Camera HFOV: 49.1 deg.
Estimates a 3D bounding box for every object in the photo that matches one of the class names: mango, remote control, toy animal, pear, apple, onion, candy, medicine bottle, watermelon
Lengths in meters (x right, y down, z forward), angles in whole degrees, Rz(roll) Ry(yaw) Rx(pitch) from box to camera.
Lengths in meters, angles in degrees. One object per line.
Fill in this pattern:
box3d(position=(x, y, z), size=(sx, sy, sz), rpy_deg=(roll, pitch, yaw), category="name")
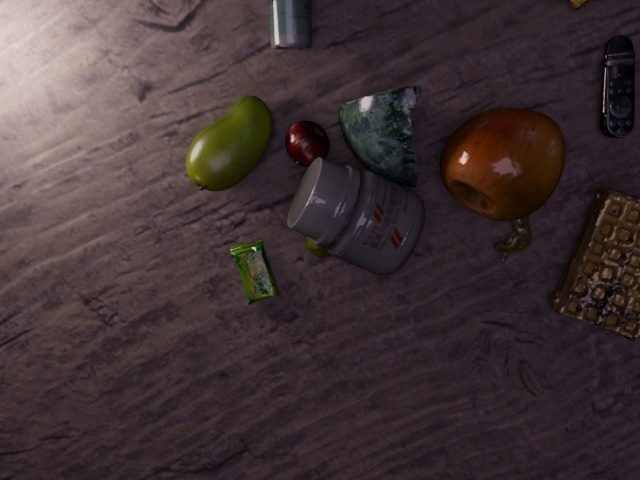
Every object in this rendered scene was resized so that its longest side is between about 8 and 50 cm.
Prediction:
box3d(position=(-0.241, -0.257, 1.898), size=(0.175, 0.143, 0.293), rpy_deg=(40, 90, 1), category="mango")
box3d(position=(0.783, -0.405, 1.859), size=(0.090, 0.066, 0.265), rpy_deg=(-3, 97, -10), category="remote control")
box3d(position=(0.549, -0.033, 1.934), size=(0.136, 0.073, 0.181), rpy_deg=(-7, 97, -3), category="toy animal")
box3d(position=(0.000, 0.000, 1.961), size=(0.092, 0.092, 0.097), rpy_deg=(-2, 66, 3), category="pear")
box3d(position=(0.472, -0.205, 1.799), size=(0.299, 0.299, 0.275), rpy_deg=(32, 81, -3), category="apple")
box3d(position=(-0.035, -0.260, 1.885), size=(0.131, 0.131, 0.131), rpy_deg=(1, 101, 3), category="onion")
box3d(position=(-0.187, 0.092, 2.012), size=(0.102, 0.032, 0.178), rpy_deg=(-16, 100, 6), category="candy")
box3d(position=(-0.081, -0.679, 1.817), size=(0.110, 0.110, 0.351), rpy_deg=(-1, 101, 3), category="medicine bottle")
box3d(position=(0.090, -0.066, 1.837), size=(0.306, 0.245, 0.245), rpy_deg=(23, 101, -14), category="medicine bottle")
box3d(position=(0.207, -0.280, 1.841), size=(0.320, 0.214, 0.289), rpy_deg=(-23, 102, 52), category="watermelon")

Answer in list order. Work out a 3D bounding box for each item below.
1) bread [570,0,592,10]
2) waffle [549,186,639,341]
box3d(position=(0.725, -0.695, 1.758), size=(0.229, 0.143, 0.139), rpy_deg=(-30, 99, 6), category="bread")
box3d(position=(0.814, 0.063, 1.915), size=(0.261, 0.114, 0.376), rpy_deg=(21, 101, -2), category="waffle")
